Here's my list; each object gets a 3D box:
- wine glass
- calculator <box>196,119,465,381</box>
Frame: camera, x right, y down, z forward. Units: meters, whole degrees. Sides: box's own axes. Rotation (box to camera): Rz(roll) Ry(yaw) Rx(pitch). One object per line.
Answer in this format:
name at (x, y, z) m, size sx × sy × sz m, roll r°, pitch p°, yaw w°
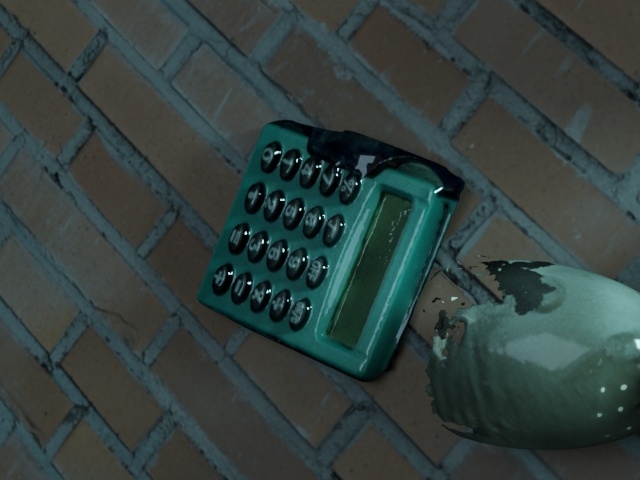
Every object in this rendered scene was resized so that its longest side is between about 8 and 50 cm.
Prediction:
wine glass at (0.272, 0.116, 1.569) m, size 0.357 × 0.190 × 0.190 m, roll 6°, pitch 83°, yaw 32°
calculator at (0.000, 0.000, 1.831) m, size 0.274 × 0.058 × 0.248 m, roll 23°, pitch 91°, yaw 33°
